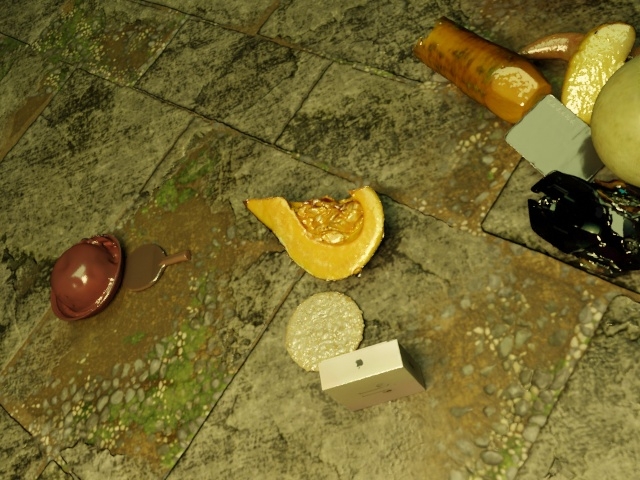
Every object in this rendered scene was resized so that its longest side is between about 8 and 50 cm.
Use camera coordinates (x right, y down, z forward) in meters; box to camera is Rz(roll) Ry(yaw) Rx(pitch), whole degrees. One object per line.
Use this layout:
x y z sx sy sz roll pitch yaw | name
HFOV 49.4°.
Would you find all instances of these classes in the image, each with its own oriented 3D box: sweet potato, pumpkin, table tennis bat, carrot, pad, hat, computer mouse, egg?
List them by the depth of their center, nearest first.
0.558 -0.185 1.035 0.296 0.218 0.218 -6 60 9 | egg
0.411 -0.032 1.071 0.242 0.078 0.146 34 108 48 | computer mouse
0.406 -0.164 1.185 0.112 0.003 0.157 -45 73 6 | pad
0.488 -0.335 1.245 0.281 0.059 0.067 18 91 33 | sweet potato
-0.001 0.001 1.278 0.279 0.111 0.163 -3 78 22 | pumpkin
0.296 -0.325 1.301 0.114 0.114 0.302 -43 53 -2 | carrot
-0.368 0.028 1.413 0.170 0.119 0.107 -15 59 19 | table tennis bat
-0.504 0.070 1.461 0.206 0.089 0.205 -16 56 26 | hat

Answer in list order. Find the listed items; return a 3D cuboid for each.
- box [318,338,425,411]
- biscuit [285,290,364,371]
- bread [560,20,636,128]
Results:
0.083 0.213 1.091 0.129 0.130 0.051 -19 57 15 | box
0.007 0.159 1.225 0.152 0.020 0.152 -11 58 19 | biscuit
0.496 -0.272 1.180 0.150 0.065 0.187 17 105 24 | bread
